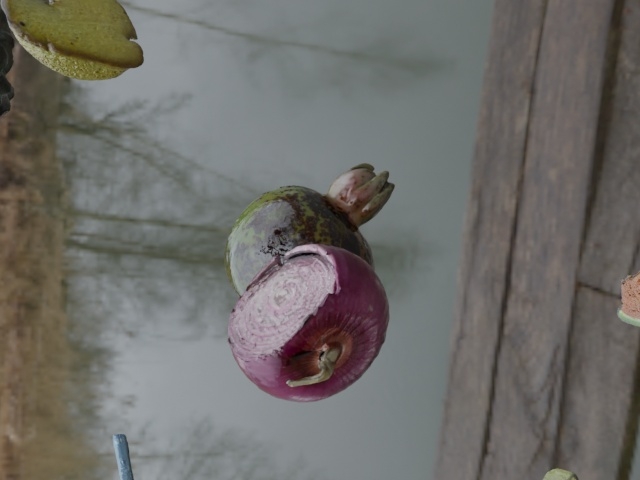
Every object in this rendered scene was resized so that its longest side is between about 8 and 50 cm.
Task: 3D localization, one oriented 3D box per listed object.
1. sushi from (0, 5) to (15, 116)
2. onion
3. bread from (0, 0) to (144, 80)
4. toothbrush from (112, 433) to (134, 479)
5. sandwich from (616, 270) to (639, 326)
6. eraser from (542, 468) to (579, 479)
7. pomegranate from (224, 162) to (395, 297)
[{"bbox_3d":[-0.310,-0.212,0.640,0.294,0.178,0.352,-134,25,-68],"label":"sushi"},{"bbox_3d":[-0.004,0.114,1.421,0.200,0.200,0.207,-9,57,67],"label":"onion"},{"bbox_3d":[-0.323,-0.270,1.391,0.065,0.188,0.149,-49,42,41],"label":"bread"},{"bbox_3d":[-0.214,0.325,1.244,0.019,0.016,0.219,57,-164,-63],"label":"toothbrush"},{"bbox_3d":[0.325,0.041,1.026,0.067,0.029,0.135,58,148,29],"label":"sandwich"},{"bbox_3d":[0.383,0.484,1.846,0.058,0.172,0.117,10,131,40],"label":"eraser"},{"bbox_3d":[0.000,0.000,1.895,0.340,0.285,0.285,-46,24,-7],"label":"pomegranate"}]
